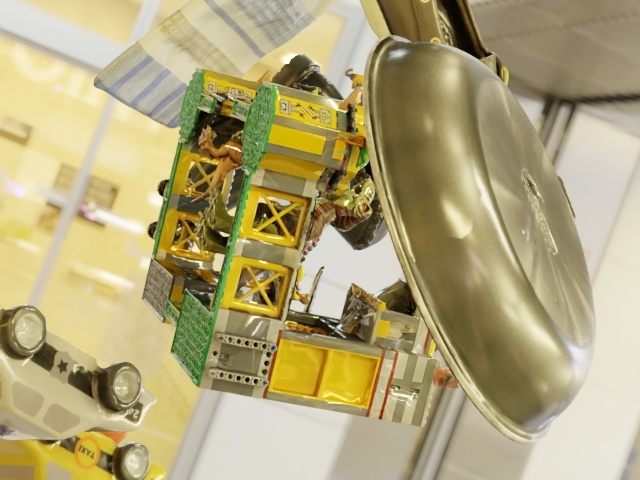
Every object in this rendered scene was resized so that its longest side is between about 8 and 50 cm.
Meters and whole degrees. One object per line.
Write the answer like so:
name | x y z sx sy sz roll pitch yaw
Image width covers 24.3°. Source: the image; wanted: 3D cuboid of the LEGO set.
LEGO set | 0.000 0.000 1.082 0.192 0.255 0.331 12 -2 -18

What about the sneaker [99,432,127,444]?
sneaker | -0.252 0.212 1.418 0.175 0.067 0.064 -28 -48 23

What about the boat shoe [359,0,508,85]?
boat shoe | 0.102 -0.130 1.136 0.068 0.228 0.081 -24 3 36

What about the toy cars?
toy cars | -0.216 0.148 1.121 0.176 0.087 0.394 14 -24 2

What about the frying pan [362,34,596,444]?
frying pan | 0.106 0.011 0.732 0.053 0.197 0.326 -21 -24 22

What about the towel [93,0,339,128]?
towel | -0.075 -0.214 1.458 0.034 0.285 0.209 55 6 12

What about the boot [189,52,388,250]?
boot | -0.024 -0.058 1.674 0.207 0.246 0.094 46 13 11
